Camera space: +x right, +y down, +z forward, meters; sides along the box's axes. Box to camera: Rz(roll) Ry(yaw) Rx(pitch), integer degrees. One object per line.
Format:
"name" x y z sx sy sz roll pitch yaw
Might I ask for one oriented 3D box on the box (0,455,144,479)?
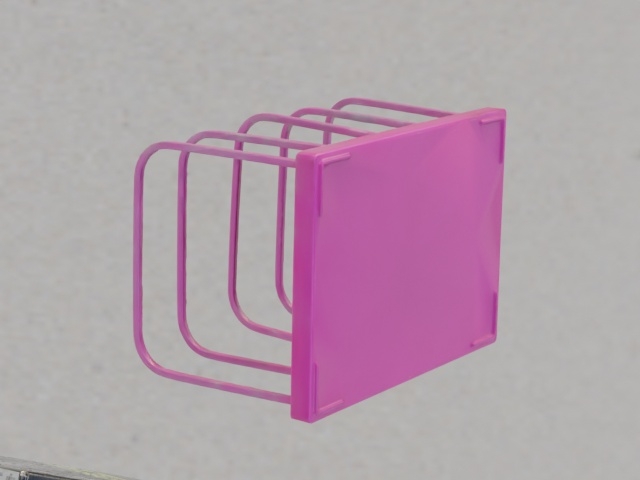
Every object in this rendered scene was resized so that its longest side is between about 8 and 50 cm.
"box" -0.144 0.159 1.194 0.184 0.190 0.045 12 84 -34

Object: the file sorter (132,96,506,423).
"file sorter" 0.000 0.000 1.609 0.290 0.182 0.202 -17 113 -55
